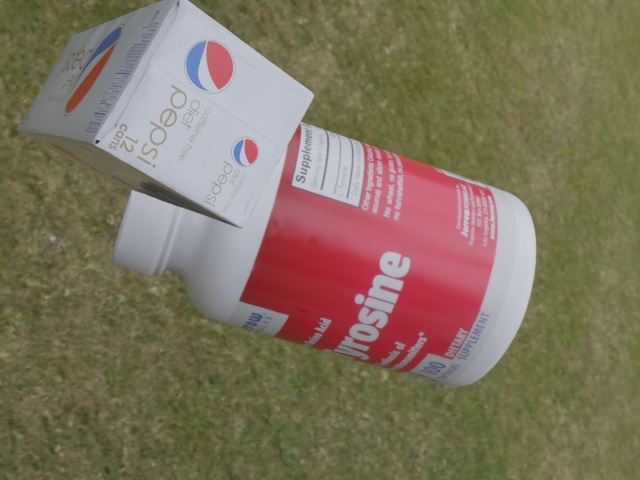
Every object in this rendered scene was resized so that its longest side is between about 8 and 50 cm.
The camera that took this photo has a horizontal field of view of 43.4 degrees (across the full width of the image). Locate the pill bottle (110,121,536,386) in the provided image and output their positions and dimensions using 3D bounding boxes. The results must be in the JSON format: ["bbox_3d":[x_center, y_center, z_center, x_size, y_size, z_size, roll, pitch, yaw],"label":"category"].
[{"bbox_3d":[0.000,0.000,0.866,0.408,0.229,0.229,17,57,-11],"label":"pill bottle"}]

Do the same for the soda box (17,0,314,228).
[{"bbox_3d":[-0.092,-0.064,0.411,0.074,0.216,0.069,31,84,-28],"label":"soda box"}]
